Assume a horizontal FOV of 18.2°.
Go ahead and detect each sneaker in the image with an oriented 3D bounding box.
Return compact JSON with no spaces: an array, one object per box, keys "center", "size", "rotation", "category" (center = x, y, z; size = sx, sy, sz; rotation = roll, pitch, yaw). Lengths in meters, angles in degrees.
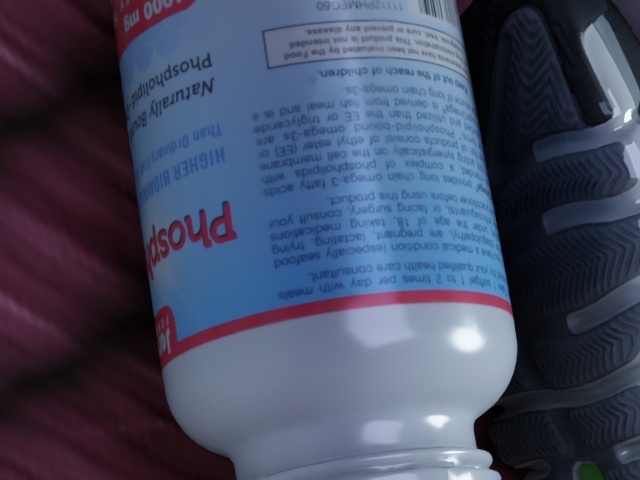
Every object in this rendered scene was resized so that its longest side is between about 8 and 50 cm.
[{"center":[0.113,0.032,0.546],"size":[0.132,0.086,0.229],"rotation":[-13,89,-34],"category":"sneaker"}]

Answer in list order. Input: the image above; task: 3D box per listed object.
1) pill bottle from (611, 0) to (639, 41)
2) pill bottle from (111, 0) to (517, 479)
[{"center":[0.214,-0.143,0.602],"size":[0.278,0.162,0.162],"rotation":[-23,84,-30],"category":"pill bottle"},{"center":[0.000,0.000,0.490],"size":[0.087,0.087,0.160],"rotation":[-1,73,-26],"category":"pill bottle"}]
